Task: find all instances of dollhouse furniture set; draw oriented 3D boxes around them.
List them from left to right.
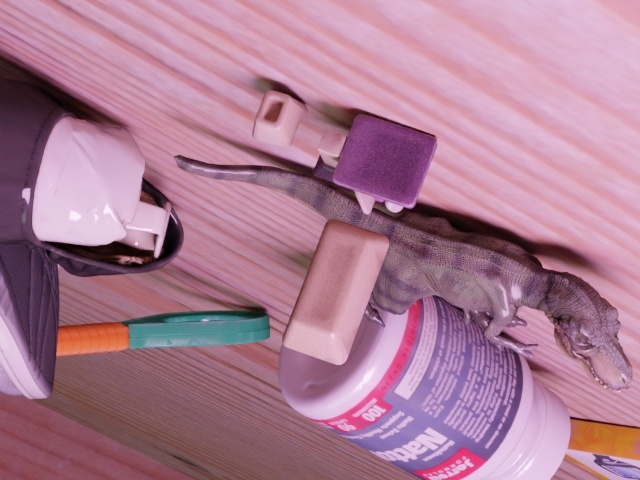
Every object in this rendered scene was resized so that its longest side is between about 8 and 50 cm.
[{"bbox_3d":[0.000,0.000,0.795,0.091,0.114,0.081,18,170,13],"label":"dollhouse furniture set"}]

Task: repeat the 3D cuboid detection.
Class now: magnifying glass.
[{"bbox_3d":[-0.134,0.070,1.248,0.231,0.026,0.092,-5,-175,-44],"label":"magnifying glass"}]

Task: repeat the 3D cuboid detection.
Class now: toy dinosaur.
[{"bbox_3d":[0.053,0.018,0.890,0.268,0.064,0.118,21,160,20],"label":"toy dinosaur"}]

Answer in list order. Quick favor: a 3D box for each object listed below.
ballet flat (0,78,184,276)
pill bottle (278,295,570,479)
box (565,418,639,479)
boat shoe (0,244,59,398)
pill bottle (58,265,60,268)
[{"bbox_3d":[-0.144,-0.032,0.982,0.096,0.095,0.280,11,174,12],"label":"ballet flat"},{"bbox_3d":[0.072,0.096,1.043,0.180,0.108,0.108,32,164,-30],"label":"pill bottle"},{"bbox_3d":[0.238,0.160,1.174,0.081,0.028,0.136,32,162,-29],"label":"box"},{"bbox_3d":[-0.242,0.006,1.021,0.103,0.118,0.320,-5,152,10],"label":"boat shoe"},{"bbox_3d":[-0.229,0.016,1.214,0.067,0.120,0.067,22,166,6],"label":"pill bottle"}]
